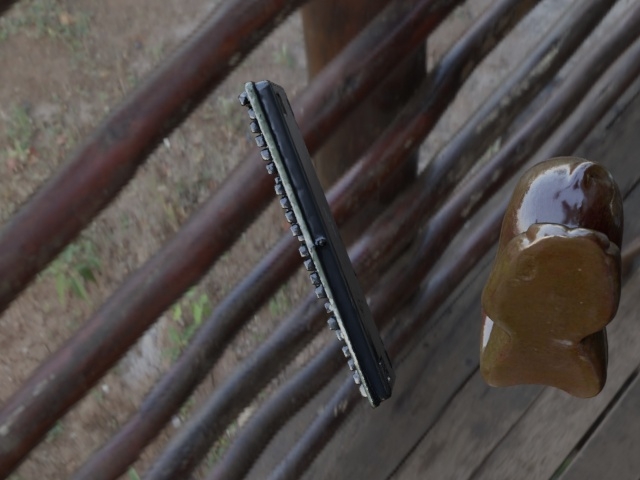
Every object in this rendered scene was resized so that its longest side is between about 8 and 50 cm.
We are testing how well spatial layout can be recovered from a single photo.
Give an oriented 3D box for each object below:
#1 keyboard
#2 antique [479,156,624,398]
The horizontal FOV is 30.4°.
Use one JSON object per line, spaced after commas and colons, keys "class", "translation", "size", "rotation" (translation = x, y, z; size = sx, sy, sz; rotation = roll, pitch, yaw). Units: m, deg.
{"class": "keyboard", "translation": [0.000, 0.000, 0.798], "size": [0.025, 0.093, 0.230], "rotation": [-21, 90, 10]}
{"class": "antique", "translation": [0.210, 0.037, 1.077], "size": [0.121, 0.257, 0.143], "rotation": [5, 45, 9]}
